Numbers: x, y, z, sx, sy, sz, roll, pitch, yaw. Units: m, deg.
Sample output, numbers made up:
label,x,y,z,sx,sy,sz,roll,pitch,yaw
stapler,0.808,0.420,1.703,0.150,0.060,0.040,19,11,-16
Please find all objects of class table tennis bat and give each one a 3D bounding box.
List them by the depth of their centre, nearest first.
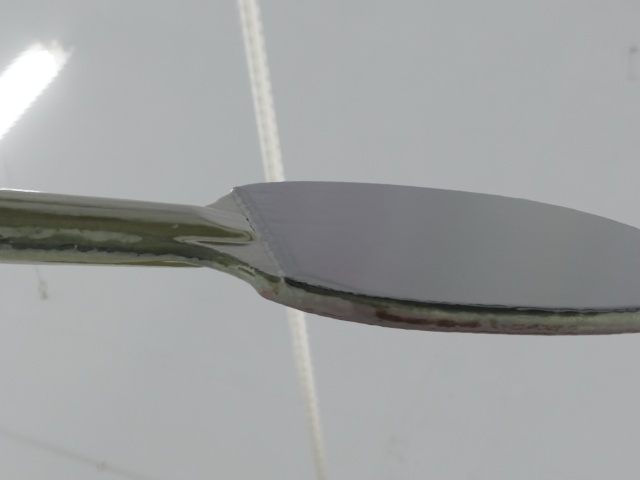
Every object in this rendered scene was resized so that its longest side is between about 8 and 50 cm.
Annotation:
label,x,y,z,sx,sy,sz,roll,pitch,yaw
table tennis bat,0.000,0.000,0.459,0.246,0.022,0.138,3,-165,-13
